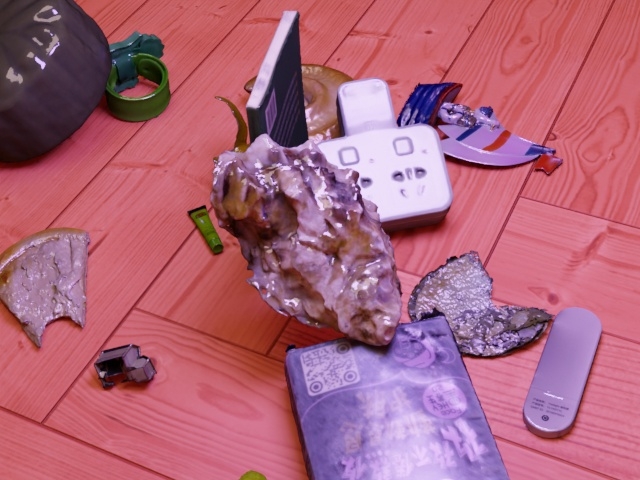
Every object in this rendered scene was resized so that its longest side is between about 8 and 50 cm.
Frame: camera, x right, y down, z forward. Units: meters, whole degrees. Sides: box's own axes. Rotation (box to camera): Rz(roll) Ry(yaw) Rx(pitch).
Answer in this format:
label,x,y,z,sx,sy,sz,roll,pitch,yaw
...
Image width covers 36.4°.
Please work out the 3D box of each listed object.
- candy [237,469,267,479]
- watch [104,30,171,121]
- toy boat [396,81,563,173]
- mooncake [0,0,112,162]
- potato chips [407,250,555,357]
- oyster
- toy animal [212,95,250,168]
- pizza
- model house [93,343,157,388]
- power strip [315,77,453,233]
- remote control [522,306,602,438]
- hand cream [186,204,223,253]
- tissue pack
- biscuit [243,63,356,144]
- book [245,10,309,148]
label,x,y,z,sx,sy,sz,roll,pitch,yaw
candy,-0.099,0.387,1.260,0.096,0.097,0.209,2,39,6
watch,-0.362,-0.329,1.968,0.165,0.131,0.152,-28,60,-22
toy boat,0.277,-0.190,1.830,0.219,0.072,0.318,-32,61,-28
mooncake,-0.593,-0.335,1.868,0.356,0.194,0.356,-12,58,19
potato chips,0.253,0.108,1.554,0.220,0.029,0.202,24,52,29
oyster,0.000,-0.001,1.394,0.238,0.115,0.351,-30,83,-21
toy animal,-0.157,-0.163,1.809,0.095,0.219,0.155,-28,10,0
pizza,-0.470,0.075,1.633,0.181,0.034,0.262,-12,46,-9
model house,-0.297,0.190,1.500,0.083,0.057,0.058,-16,16,15
power strip,0.093,-0.139,1.719,0.229,0.141,0.261,-10,74,-5
remote control,0.364,0.193,1.461,0.077,0.022,0.245,14,49,20
hand cream,-0.201,-0.022,1.717,0.036,0.023,0.122,-22,44,-12
tissue pack,0.102,0.282,1.330,0.259,0.122,0.361,-13,48,-5
biscuit,-0.018,-0.261,1.892,0.213,0.091,0.274,-27,47,-18
book,-0.065,-0.149,1.587,0.043,0.371,0.260,7,46,10
